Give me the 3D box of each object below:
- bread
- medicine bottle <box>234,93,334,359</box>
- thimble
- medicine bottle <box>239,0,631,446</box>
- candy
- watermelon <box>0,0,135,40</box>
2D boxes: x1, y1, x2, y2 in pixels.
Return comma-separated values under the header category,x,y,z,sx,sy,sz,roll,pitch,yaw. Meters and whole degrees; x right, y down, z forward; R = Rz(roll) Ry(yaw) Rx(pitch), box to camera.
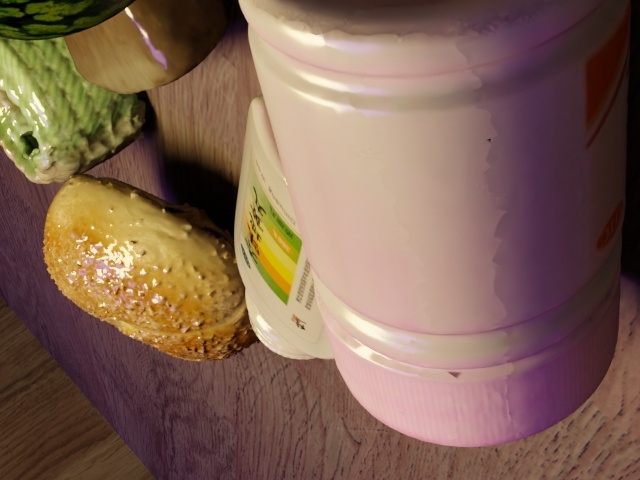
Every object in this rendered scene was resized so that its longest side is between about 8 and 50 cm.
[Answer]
category,x,y,z,sx,sy,sz,roll,pitch,yaw
bread,-0.192,0.038,1.250,0.305,0.159,0.305,29,168,7
medicine bottle,0.000,0.000,0.962,0.179,0.124,0.324,53,160,17
thimble,-0.317,-0.173,1.276,0.219,0.150,0.219,42,155,25
medicine bottle,0.078,-0.048,0.639,0.202,0.202,0.316,34,150,37
candy,-0.171,-0.203,1.018,0.234,0.102,0.104,3,127,60
watermelon,-0.226,-0.292,0.783,0.285,0.285,0.285,42,155,25
